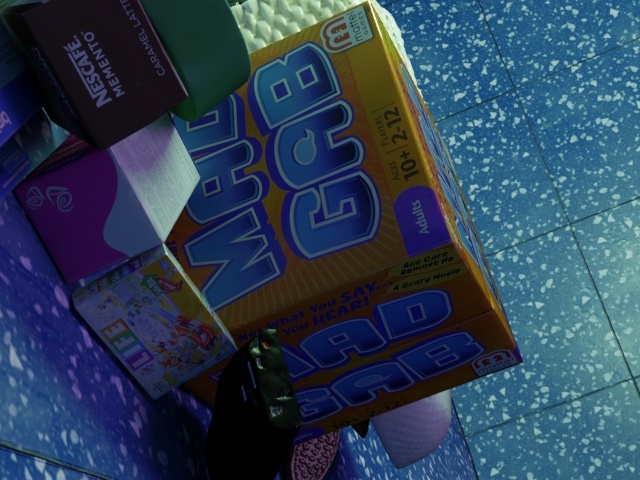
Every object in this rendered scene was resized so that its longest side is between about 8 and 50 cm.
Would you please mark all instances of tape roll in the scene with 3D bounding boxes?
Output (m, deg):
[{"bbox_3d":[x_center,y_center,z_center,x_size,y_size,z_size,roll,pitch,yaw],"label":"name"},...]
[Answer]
[{"bbox_3d":[-0.202,-0.272,1.147,0.321,0.077,0.321,48,-11,13],"label":"tape roll"}]

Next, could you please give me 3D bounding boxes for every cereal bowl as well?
[{"bbox_3d":[0.111,0.167,1.677,0.339,0.141,0.339,-25,90,-89],"label":"cereal bowl"}]

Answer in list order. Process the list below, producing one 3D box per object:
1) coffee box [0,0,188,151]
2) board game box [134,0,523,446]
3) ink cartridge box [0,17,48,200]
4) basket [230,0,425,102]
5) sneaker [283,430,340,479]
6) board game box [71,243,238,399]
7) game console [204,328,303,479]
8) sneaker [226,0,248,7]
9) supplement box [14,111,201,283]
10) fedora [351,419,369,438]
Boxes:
[{"bbox_3d":[-0.231,-0.183,1.060,0.141,0.098,0.246,63,-15,-21],"label":"coffee box"},{"bbox_3d":[0.000,0.000,1.382,0.356,0.356,0.356,51,20,-56],"label":"board game box"},{"bbox_3d":[-0.330,-0.177,0.940,0.186,0.065,0.311,-82,150,-68],"label":"ink cartridge box"},{"bbox_3d":[-0.014,-0.244,1.857,0.266,0.328,0.331,39,31,-63],"label":"basket"},{"bbox_3d":[-0.019,0.264,1.538,0.064,0.086,0.192,33,56,-21],"label":"sneaker"},{"bbox_3d":[-0.164,0.083,1.107,0.154,0.103,0.026,58,2,-39],"label":"board game box"},{"bbox_3d":[-0.048,0.281,1.091,0.213,0.044,0.361,114,-33,-46],"label":"game console"},{"bbox_3d":[-0.160,-0.390,2.107,0.267,0.101,0.106,67,-11,-3],"label":"sneaker"},{"bbox_3d":[-0.211,-0.059,1.137,0.220,0.111,0.114,-83,148,-68],"label":"supplement box"},{"bbox_3d":[0.010,0.229,1.710,0.194,0.079,0.194,-22,90,-78],"label":"fedora"}]
